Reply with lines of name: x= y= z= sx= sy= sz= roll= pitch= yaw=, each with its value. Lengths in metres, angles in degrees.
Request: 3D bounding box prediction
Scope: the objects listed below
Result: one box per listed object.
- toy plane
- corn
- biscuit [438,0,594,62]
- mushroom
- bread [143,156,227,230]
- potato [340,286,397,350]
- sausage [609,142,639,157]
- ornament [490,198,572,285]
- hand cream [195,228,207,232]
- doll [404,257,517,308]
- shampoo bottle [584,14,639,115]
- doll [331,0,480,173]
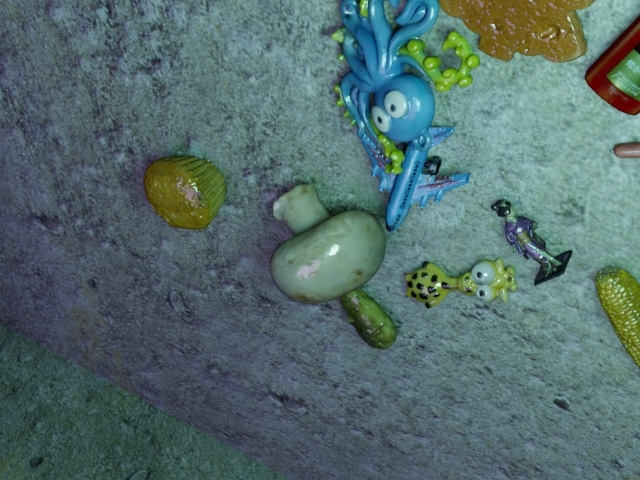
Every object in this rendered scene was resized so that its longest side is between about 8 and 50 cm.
toy plane: x=0.192 y=-0.141 z=1.523 sx=0.254 sy=0.105 sz=0.271 roll=25 pitch=126 yaw=17
corn: x=0.672 y=0.178 z=1.489 sx=0.102 sy=0.102 sz=0.312 roll=-20 pitch=110 yaw=47
biscuit: x=0.346 y=-0.436 z=1.172 sx=0.284 sy=0.043 sz=0.306 roll=32 pitch=142 yaw=13
mushroom: x=0.000 y=0.000 z=1.708 sx=0.297 sy=0.298 sz=0.289 roll=-37 pitch=77 yaw=50
bread: x=-0.379 y=-0.137 z=1.944 sx=0.240 sy=0.139 sz=0.239 roll=21 pitch=138 yaw=20
potato: x=0.129 y=0.211 z=1.936 sx=0.117 sy=0.090 sz=0.225 roll=-13 pitch=120 yaw=44
sausage: x=0.627 y=-0.162 z=1.239 sx=0.223 sy=0.029 sz=0.029 roll=2 pitch=129 yaw=36
ornament: x=0.443 y=-0.008 z=1.488 sx=0.081 sy=0.088 sz=0.203 roll=-24 pitch=110 yaw=46
hand cream: x=-0.401 y=-0.078 z=2.104 sx=0.061 sy=0.039 sz=0.143 roll=-18 pitch=120 yaw=43
doll: x=0.328 y=0.104 z=1.684 sx=0.291 sy=0.086 sz=0.117 roll=-5 pitch=95 yaw=39
shampoo bottle: x=0.557 y=-0.329 z=1.091 sx=0.118 sy=0.076 sz=0.314 roll=40 pitch=141 yaw=2
doll: x=0.129 y=-0.321 z=1.364 sx=0.341 sy=0.099 sz=0.346 roll=57 pitch=141 yaw=2
